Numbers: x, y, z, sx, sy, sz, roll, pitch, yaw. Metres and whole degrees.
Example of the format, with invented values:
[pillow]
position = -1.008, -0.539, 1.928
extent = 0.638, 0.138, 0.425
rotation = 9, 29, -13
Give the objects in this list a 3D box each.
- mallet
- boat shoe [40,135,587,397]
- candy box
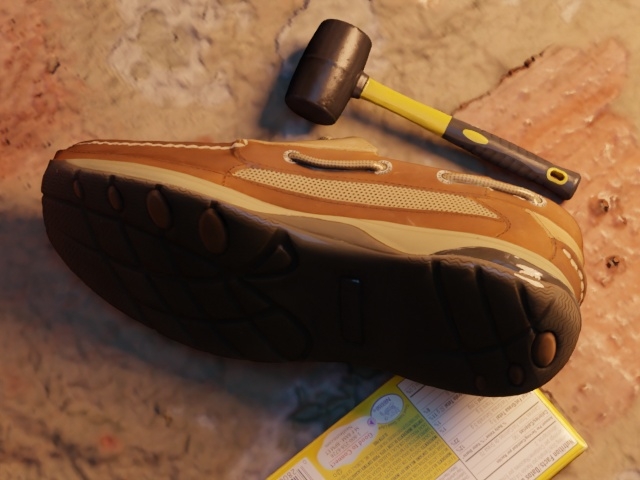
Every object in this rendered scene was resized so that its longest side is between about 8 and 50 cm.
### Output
[mallet]
position = 0.067, -0.065, 1.104
extent = 0.189, 0.039, 0.062
rotation = 32, 76, 4
[boat shoe]
position = 0.000, 0.000, 1.051
extent = 0.324, 0.123, 0.120
rotation = 15, 41, 12
[candy box]
position = 0.044, 0.145, 1.041
extent = 0.206, 0.027, 0.105
rotation = -37, 78, -11
